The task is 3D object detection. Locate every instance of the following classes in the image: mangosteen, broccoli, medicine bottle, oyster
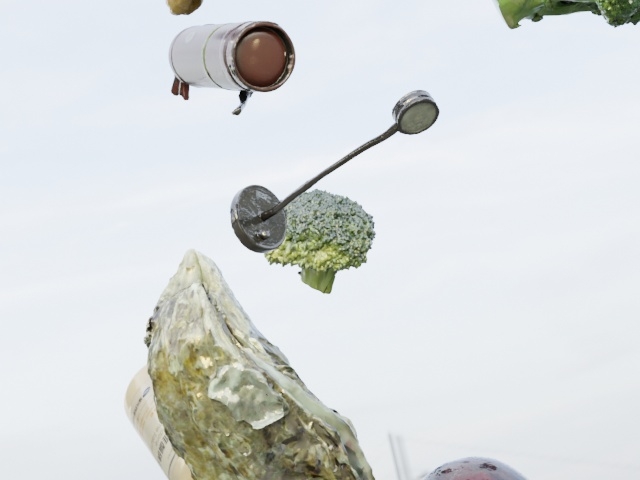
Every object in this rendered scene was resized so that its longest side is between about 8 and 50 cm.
[{"bbox_3d":[0.155,0.284,1.221,0.152,0.153,0.152,-12,-15,-3],"label":"mangosteen"},{"bbox_3d":[0.001,-0.002,2.206,0.198,0.226,0.176,-18,-36,-40],"label":"broccoli"},{"bbox_3d":[-0.123,0.239,1.405,0.114,0.252,0.114,-21,-46,-24],"label":"medicine bottle"},{"bbox_3d":[0.358,-0.401,1.745,0.270,0.270,0.270,-30,-20,15],"label":"broccoli"},{"bbox_3d":[-0.059,0.172,1.171,0.162,0.351,0.158,-25,3,-2],"label":"oyster"}]

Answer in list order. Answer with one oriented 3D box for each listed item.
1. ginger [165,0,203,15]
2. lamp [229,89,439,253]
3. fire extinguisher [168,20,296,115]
[{"bbox_3d":[-0.131,-0.386,1.755,0.133,0.059,0.214,20,-57,-35],"label":"ginger"},{"bbox_3d":[0.009,-0.129,1.897,0.130,0.109,0.371,19,-52,-41],"label":"lamp"},{"bbox_3d":[-0.147,-0.254,1.824,0.105,0.142,0.341,19,-1,-26],"label":"fire extinguisher"}]
